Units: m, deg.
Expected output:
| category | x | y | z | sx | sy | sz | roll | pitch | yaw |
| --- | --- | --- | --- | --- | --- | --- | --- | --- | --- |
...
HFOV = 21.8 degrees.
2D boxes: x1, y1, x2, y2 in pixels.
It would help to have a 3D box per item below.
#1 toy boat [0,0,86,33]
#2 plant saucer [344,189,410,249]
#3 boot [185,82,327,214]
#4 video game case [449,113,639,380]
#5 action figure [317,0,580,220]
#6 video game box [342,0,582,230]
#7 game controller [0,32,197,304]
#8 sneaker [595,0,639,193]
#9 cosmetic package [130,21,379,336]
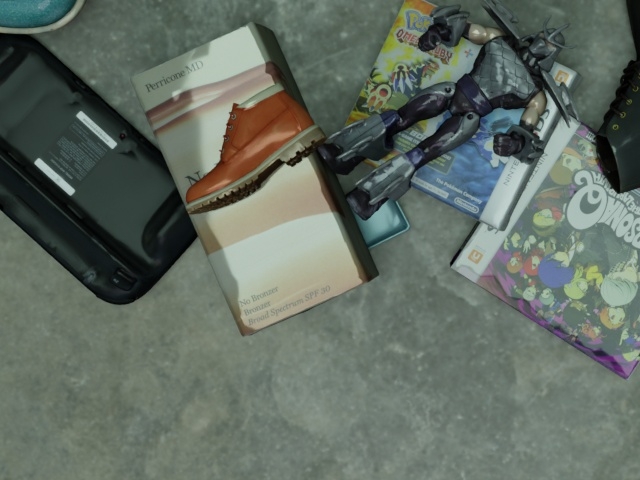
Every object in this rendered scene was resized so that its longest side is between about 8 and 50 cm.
| category | x | y | z | sx | sy | sz | roll | pitch | yaw |
| --- | --- | --- | --- | --- | --- | --- | --- | --- | --- |
| toy boat | -0.257 | -0.349 | 1.740 | 0.318 | 0.148 | 0.268 | 2 | 96 | 4 |
| plant saucer | 0.000 | 0.000 | 1.825 | 0.192 | 0.018 | 0.067 | -27 | 93 | 6 |
| boot | -0.081 | -0.091 | 1.665 | 0.158 | 0.059 | 0.085 | -35 | 85 | -3 |
| video game case | 0.292 | 0.002 | 1.792 | 0.232 | 0.042 | 0.210 | 33 | 98 | 0 |
| action figure | 0.139 | -0.134 | 1.693 | 0.285 | 0.099 | 0.185 | -35 | 70 | 8 |
| video game box | 0.145 | -0.136 | 1.765 | 0.205 | 0.048 | 0.187 | 27 | 94 | 14 |
| game controller | -0.280 | -0.080 | 1.824 | 0.319 | 0.067 | 0.166 | 42 | 83 | -2 |
| sneaker | 0.333 | -0.163 | 1.730 | 0.118 | 0.083 | 0.222 | -14 | 84 | -8 |
| cosmetic package | -0.067 | -0.064 | 1.755 | 0.153 | 0.129 | 0.296 | -25 | 88 | 7 |
